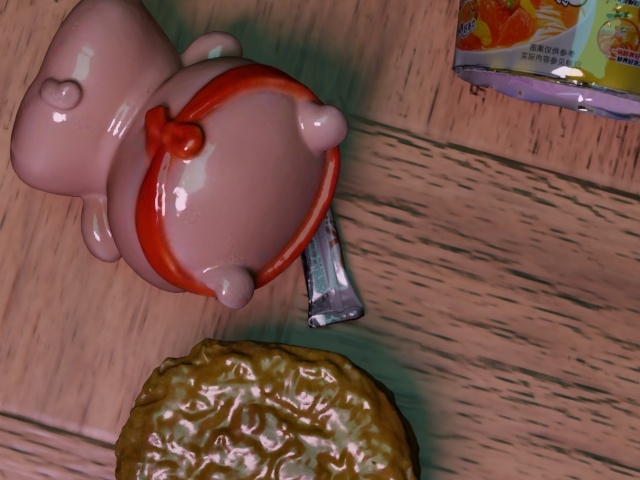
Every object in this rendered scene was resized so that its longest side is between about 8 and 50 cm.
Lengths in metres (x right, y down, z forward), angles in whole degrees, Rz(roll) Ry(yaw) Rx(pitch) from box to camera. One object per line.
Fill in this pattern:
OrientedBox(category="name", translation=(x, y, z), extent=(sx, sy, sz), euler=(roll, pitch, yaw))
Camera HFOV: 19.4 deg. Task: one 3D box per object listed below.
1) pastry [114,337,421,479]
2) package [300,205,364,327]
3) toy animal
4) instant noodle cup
OrientedBox(category="pastry", translation=(-0.030, 0.148, 1.143), extent=(0.189, 0.103, 0.188), euler=(0, 81, 0))
OrientedBox(category="package", translation=(0.000, 0.000, 1.211), extent=(0.037, 0.015, 0.110), euler=(-11, 83, -4))
OrientedBox(category="toy animal", translation=(-0.086, -0.057, 1.154), extent=(0.198, 0.171, 0.171), euler=(33, 82, 12))
OrientedBox(category="instant noodle cup", translation=(0.174, -0.158, 1.160), extent=(0.205, 0.205, 0.153), euler=(13, 92, 1))
